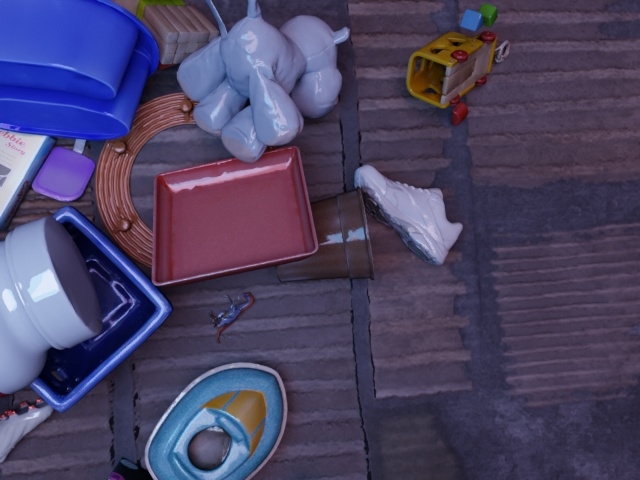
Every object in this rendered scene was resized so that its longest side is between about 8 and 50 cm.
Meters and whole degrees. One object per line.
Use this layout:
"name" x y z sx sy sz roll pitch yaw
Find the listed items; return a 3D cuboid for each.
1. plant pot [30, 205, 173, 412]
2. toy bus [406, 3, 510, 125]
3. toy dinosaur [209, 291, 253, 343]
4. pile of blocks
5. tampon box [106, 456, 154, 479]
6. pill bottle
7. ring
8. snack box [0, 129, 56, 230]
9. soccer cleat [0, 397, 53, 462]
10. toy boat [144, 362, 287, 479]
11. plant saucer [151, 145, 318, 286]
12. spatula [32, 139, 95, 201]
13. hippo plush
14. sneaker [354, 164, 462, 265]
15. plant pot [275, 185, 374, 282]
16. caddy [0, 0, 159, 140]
"plant pot" -0.393 0.106 1.150 0.236 0.212 0.236 -44 92 -7
"toy bus" 0.241 -0.327 1.285 0.104 0.202 0.190 29 92 26
"toy dinosaur" -0.158 0.128 1.271 0.082 0.047 0.090 -15 122 -15
"pile of blocks" -0.353 -0.408 1.244 0.362 0.149 0.112 33 128 5
"tampon box" -0.300 0.460 1.190 0.161 0.120 0.101 30 85 -5
"pill bottle" -0.512 0.123 0.918 0.408 0.229 0.228 -23 90 -6
"ring" -0.234 -0.102 1.266 0.337 0.032 0.336 0 87 -6
"snack box" -0.648 -0.173 1.211 0.322 0.060 0.187 28 85 -4
"soccer cleat" -0.537 0.333 1.202 0.196 0.068 0.076 -24 95 1
"toy boat" -0.116 0.363 1.193 0.318 0.148 0.267 41 76 -5
"plant saucer" -0.143 -0.035 1.163 0.259 0.047 0.259 -12 46 0
"spatula" -0.411 -0.209 1.252 0.084 0.030 0.296 23 85 -6
"hippo plush" -0.089 -0.300 1.214 0.237 0.235 0.294 -33 119 -46
"sneaker" 0.162 -0.066 1.287 0.232 0.090 0.115 44 77 -12
"plant pot" 0.000 0.000 1.227 0.165 0.167 0.166 -9 89 1
"caddy" -0.432 -0.294 1.117 0.342 0.241 0.179 6 68 -3
